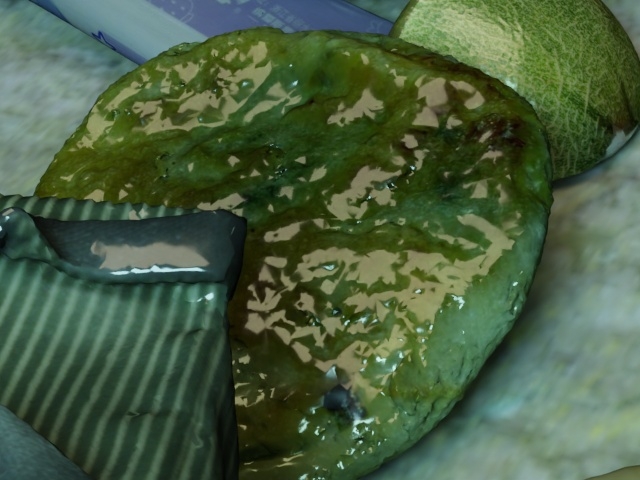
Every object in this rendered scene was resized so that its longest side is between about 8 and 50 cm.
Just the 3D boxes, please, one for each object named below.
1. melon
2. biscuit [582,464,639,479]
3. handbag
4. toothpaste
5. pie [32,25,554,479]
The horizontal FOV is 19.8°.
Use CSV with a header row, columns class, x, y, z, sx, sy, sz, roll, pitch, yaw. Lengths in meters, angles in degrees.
class,x,y,z,sx,sy,sz,roll,pitch,yaw
melon,0.110,-0.096,0.961,0.128,0.079,0.160,29,54,32
biscuit,0.183,0.132,0.650,0.274,0.091,0.213,-15,36,-4
handbag,-0.137,0.119,0.633,0.240,0.247,0.341,-9,24,7
toothpaste,-0.075,-0.136,1.077,0.371,0.080,0.125,29,54,32
pie,-0.027,0.000,0.863,0.277,0.078,0.277,-10,45,11
